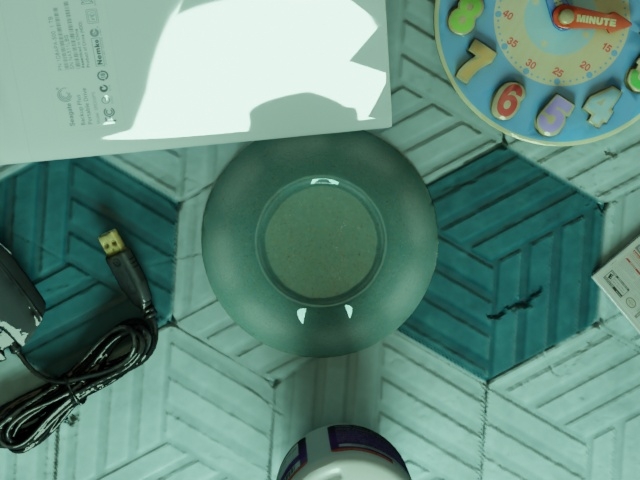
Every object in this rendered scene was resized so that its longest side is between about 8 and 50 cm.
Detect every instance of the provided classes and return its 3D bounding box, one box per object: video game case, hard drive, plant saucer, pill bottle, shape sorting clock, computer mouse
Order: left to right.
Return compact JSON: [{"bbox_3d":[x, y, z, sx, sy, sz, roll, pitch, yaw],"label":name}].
[{"bbox_3d":[-0.248,0.027,1.291,0.184,0.060,0.262,-31,93,1],"label":"computer mouse"},{"bbox_3d":[-0.109,-0.169,1.250,0.319,0.040,0.210,-6,124,-1],"label":"hard drive"},{"bbox_3d":[0.000,0.000,1.308,0.195,0.037,0.195,0,92,-2],"label":"plant saucer"},{"bbox_3d":[0.019,0.199,1.238,0.108,0.193,0.108,0,93,-1],"label":"pill bottle"},{"bbox_3d":[0.194,-0.179,1.304,0.206,0.040,0.206,0,92,-1],"label":"shape sorting clock"},{"bbox_3d":[0.296,0.023,1.329,0.122,0.011,0.087,-40,92,1],"label":"video game case"}]
